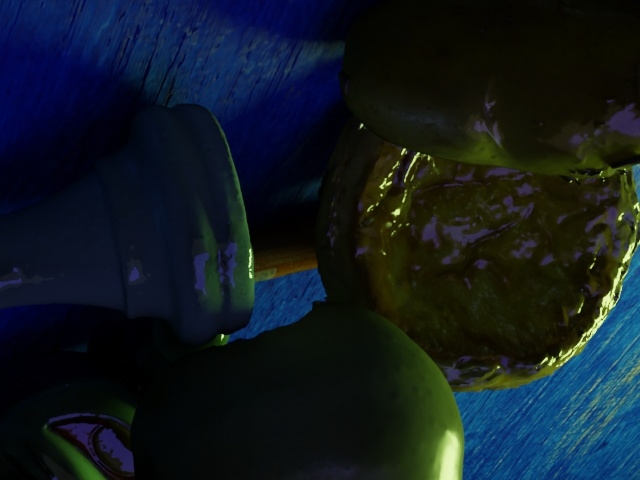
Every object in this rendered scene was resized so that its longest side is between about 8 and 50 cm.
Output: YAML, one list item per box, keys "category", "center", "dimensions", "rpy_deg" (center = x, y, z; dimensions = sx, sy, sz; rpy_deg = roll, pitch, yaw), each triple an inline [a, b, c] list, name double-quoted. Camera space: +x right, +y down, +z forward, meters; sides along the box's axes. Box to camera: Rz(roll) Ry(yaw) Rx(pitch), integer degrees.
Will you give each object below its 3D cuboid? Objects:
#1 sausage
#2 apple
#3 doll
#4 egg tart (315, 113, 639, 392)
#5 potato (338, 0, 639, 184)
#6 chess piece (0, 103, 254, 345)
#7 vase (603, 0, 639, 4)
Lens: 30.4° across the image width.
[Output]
- category: "sausage"
  center: [0.000, 0.000, 1.178]
  dimensions: [0.348, 0.053, 0.053]
  rpy_deg: [-13, 142, -28]
- category: "apple"
  center: [-0.017, 0.188, 0.973]
  dimensions: [0.279, 0.279, 0.279]
  rpy_deg: [-23, 146, -16]
- category: "doll"
  center: [-0.210, 0.180, 1.115]
  dimensions: [0.322, 0.186, 0.198]
  rpy_deg: [-36, 115, -13]
- category: "egg tart"
  center: [0.145, -0.015, 1.127]
  dimensions: [0.341, 0.341, 0.129]
  rpy_deg: [-28, -171, -9]
- category: "potato"
  center: [0.168, -0.133, 0.970]
  dimensions: [0.300, 0.173, 0.140]
  rpy_deg: [5, 126, 7]
- category: "chess piece"
  center: [-0.214, 0.010, 0.906]
  dimensions: [0.299, 0.194, 0.194]
  rpy_deg: [-12, 143, -15]
- category: "vase"
  center: [0.423, -0.216, 1.058]
  dimensions: [0.291, 0.245, 0.245]
  rpy_deg: [-42, 153, -26]
